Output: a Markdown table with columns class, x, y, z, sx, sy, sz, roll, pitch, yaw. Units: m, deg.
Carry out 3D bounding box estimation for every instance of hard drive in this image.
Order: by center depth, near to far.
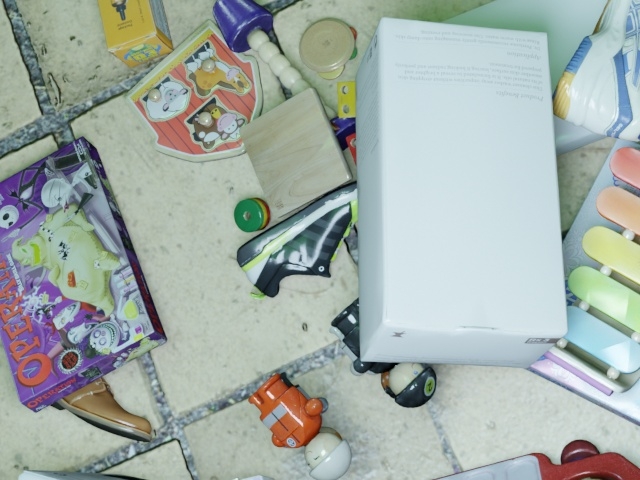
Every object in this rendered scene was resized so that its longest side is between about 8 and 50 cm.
| class | x | y | z | sx | sy | sz | roll | pitch | yaw |
| --- | --- | --- | --- | --- | --- | --- | --- | --- | --- |
| hard drive | 0.255 | -0.210 | 1.842 | 0.353 | 0.047 | 0.233 | -21 | 67 | 10 |

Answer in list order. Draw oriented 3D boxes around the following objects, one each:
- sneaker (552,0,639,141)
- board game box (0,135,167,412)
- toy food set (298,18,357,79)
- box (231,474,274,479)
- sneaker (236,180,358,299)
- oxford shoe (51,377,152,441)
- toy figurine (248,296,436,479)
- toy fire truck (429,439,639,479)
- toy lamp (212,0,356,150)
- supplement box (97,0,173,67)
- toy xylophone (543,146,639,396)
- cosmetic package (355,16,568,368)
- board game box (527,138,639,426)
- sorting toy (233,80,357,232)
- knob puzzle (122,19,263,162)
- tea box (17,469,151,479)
| class | x | y | z | sx | sy | sz | roll | pitch | yaw |
| --- | --- | --- | --- | --- | --- | --- | --- | --- | --- |
| sneaker | 0.397 | -0.241 | 1.722 | 0.131 | 0.112 | 0.296 | 28 | 68 | 10 |
| board game box | -0.357 | 0.040 | 1.912 | 0.208 | 0.056 | 0.346 | -31 | 58 | 9 |
| toy food set | 0.011 | -0.271 | 1.944 | 0.083 | 0.020 | 0.082 | 37 | 87 | 21 |
| box | -0.065 | 0.458 | 1.745 | 0.063 | 0.067 | 0.324 | -16 | 73 | 12 |
| sneaker | 0.000 | 0.000 | 1.858 | 0.235 | 0.084 | 0.097 | -30 | 94 | 7 |
| oxford shoe | -0.309 | 0.207 | 1.877 | 0.212 | 0.076 | 0.076 | 24 | 74 | 20 |
| toy figurine | 0.030 | 0.187 | 1.718 | 0.213 | 0.209 | 0.148 | -43 | 85 | -6 |
| toy fire truck | 0.259 | 0.333 | 1.620 | 0.302 | 0.169 | 0.254 | -19 | 31 | 11 |
| toy lamp | -0.051 | -0.235 | 1.919 | 0.080 | 0.080 | 0.274 | -39 | 73 | 2 |
| supplement box | -0.282 | -0.373 | 2.022 | 0.078 | 0.080 | 0.233 | -18 | 70 | 11 |
| toy xylophone | 0.412 | 0.044 | 1.646 | 0.236 | 0.081 | 0.322 | 23 | 82 | 20 |
| cosmetic package | 0.157 | -0.053 | 1.632 | 0.217 | 0.156 | 0.384 | 5 | 70 | -9 |
| board game box | 0.439 | 0.076 | 1.710 | 0.318 | 0.066 | 0.318 | 26 | 83 | 20 |
| sorting toy | -0.018 | -0.119 | 1.839 | 0.275 | 0.046 | 0.132 | -27 | 82 | 34 |
| knob puzzle | -0.166 | -0.195 | 1.967 | 0.213 | 0.030 | 0.213 | -4 | 74 | 14 |
| tea box | -0.195 | 0.458 | 1.648 | 0.329 | 0.220 | 0.323 | 4 | 83 | 31 |
